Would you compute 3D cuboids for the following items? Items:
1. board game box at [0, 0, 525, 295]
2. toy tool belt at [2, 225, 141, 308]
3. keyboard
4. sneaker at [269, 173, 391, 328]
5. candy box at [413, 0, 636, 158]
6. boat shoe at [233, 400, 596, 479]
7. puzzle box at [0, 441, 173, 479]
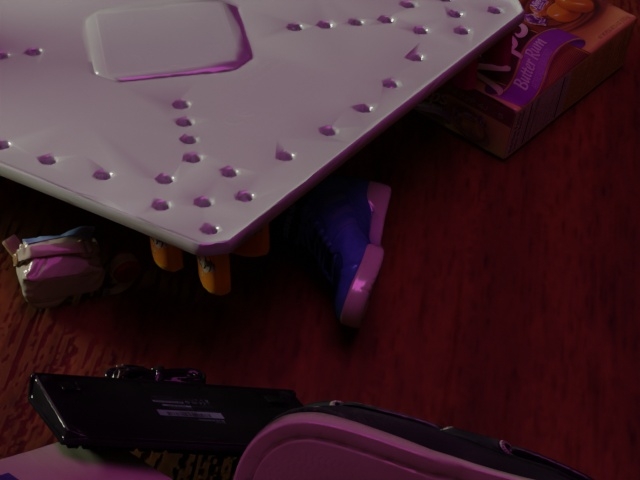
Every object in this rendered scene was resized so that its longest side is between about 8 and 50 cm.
[{"bbox_3d":[-0.111,-0.128,1.359,0.390,0.050,0.390,21,40,29],"label":"board game box"},{"bbox_3d":[-0.167,0.009,1.244,0.083,0.052,0.051,-11,54,-24],"label":"toy tool belt"},{"bbox_3d":[-0.087,0.105,1.133,0.180,0.023,0.108,7,21,-29],"label":"keyboard"},{"bbox_3d":[0.000,0.001,1.279,0.084,0.058,0.152,15,37,-3],"label":"sneaker"},{"bbox_3d":[0.157,-0.146,1.485,0.109,0.053,0.186,32,44,23],"label":"candy box"},{"bbox_3d":[0.115,0.180,1.061,0.340,0.127,0.113,18,12,0],"label":"boat shoe"},{"bbox_3d":[-0.044,0.238,0.923,0.409,0.052,0.272,30,18,23],"label":"puzzle box"}]
